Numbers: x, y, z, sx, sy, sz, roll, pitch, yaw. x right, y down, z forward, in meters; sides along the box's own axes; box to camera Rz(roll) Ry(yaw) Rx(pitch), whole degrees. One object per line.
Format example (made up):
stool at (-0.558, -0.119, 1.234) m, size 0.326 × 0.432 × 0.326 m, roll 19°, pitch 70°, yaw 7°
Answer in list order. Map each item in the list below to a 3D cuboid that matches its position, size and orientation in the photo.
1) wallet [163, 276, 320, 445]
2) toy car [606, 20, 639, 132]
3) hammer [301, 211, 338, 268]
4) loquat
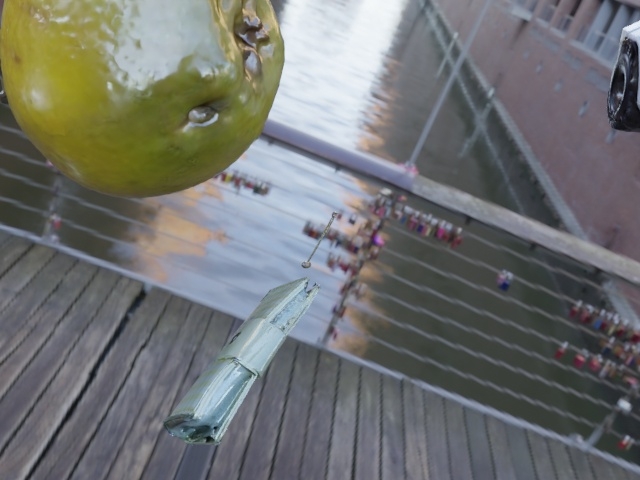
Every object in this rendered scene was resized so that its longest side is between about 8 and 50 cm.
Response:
wallet at (-0.127, 0.194, 1.388) m, size 0.077 × 0.223 × 0.309 m, roll 39°, pitch 65°, yaw -5°
toy car at (0.168, -0.061, 0.325) m, size 0.080 × 0.070 × 0.171 m, roll 6°, pitch 25°, yaw 3°
hammer at (0.000, 0.000, 1.555) m, size 0.014 × 0.123 × 0.029 m, roll 36°, pitch 16°, yaw 23°
loquat at (-0.153, -0.138, 0.646) m, size 0.246 × 0.213 × 0.213 m, roll -5°, pitch 7°, yaw 28°
